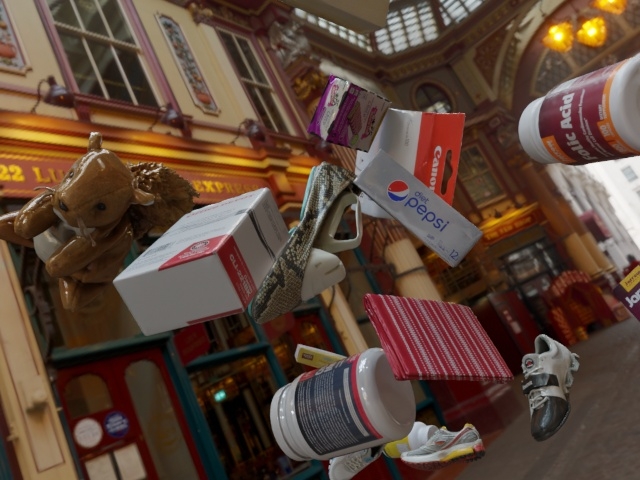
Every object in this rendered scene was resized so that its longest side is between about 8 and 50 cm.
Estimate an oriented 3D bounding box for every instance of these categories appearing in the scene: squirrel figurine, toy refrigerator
[{"bbox_3d":[-0.480,-0.086,1.279,0.397,0.281,0.370,-35,-7,-45],"label":"squirrel figurine"},{"bbox_3d":[0.011,-0.529,1.187,0.269,0.102,0.094,9,3,-32],"label":"toy refrigerator"}]

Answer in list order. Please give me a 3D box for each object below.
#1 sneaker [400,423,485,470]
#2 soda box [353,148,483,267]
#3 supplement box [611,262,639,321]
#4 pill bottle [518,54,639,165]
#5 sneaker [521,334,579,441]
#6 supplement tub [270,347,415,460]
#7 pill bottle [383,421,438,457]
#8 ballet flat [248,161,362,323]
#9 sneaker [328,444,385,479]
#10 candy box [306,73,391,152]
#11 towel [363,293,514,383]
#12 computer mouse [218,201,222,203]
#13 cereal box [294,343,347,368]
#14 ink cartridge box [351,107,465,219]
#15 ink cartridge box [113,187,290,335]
[{"bbox_3d":[0.320,0.551,1.508,0.225,0.093,0.088,-21,-40,18],"label":"sneaker"},{"bbox_3d":[0.211,-0.068,1.236,0.098,0.286,0.091,-50,-11,4],"label":"soda box"},{"bbox_3d":[0.665,0.131,1.072,0.080,0.188,0.104,16,-58,-29],"label":"supplement box"},{"bbox_3d":[0.685,-0.304,1.408,0.224,0.224,0.392,-23,6,-13],"label":"pill bottle"},{"bbox_3d":[0.600,0.393,1.552,0.122,0.146,0.330,-49,1,43],"label":"sneaker"},{"bbox_3d":[0.047,0.357,1.217,0.272,0.191,0.191,-27,-14,28],"label":"supplement tub"},{"bbox_3d":[0.283,0.623,1.774,0.184,0.103,0.103,-24,-10,42],"label":"pill bottle"},{"bbox_3d":[0.000,0.000,1.343,0.164,0.182,0.483,87,-158,-51],"label":"ballet flat"},{"bbox_3d":[0.092,0.494,1.311,0.191,0.071,0.083,-49,11,-2],"label":"sneaker"},{"bbox_3d":[0.080,-0.328,1.500,0.233,0.071,0.159,-3,-60,-58],"label":"candy box"},{"bbox_3d":[0.221,0.188,1.080,0.274,0.199,0.031,10,-53,-30],"label":"towel"},{"bbox_3d":[-0.194,-0.075,1.382,0.041,0.071,0.242,-45,24,-27],"label":"computer mouse"},{"bbox_3d":[0.010,0.361,1.720,0.173,0.047,0.240,16,-9,-1],"label":"cereal box"},{"bbox_3d":[0.225,-0.205,1.571,0.091,0.308,0.385,2,11,-26],"label":"ink cartridge box"},{"bbox_3d":[-0.190,0.027,0.986,0.197,0.114,0.273,-16,22,20],"label":"ink cartridge box"}]
